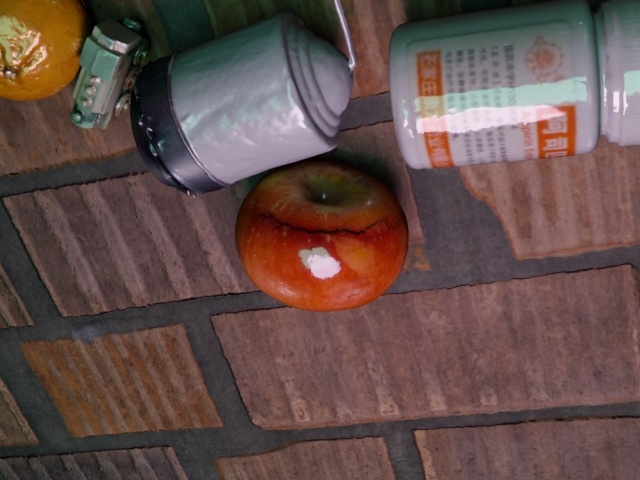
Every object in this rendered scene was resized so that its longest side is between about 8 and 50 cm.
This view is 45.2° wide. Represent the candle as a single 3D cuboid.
[{"bbox_3d":[-0.092,-0.204,1.132,0.343,0.221,0.221,-14,117,19],"label":"candle"}]

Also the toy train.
[{"bbox_3d":[-0.339,-0.259,1.214,0.081,0.125,0.194,31,122,-2],"label":"toy train"}]

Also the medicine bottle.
[{"bbox_3d":[0.291,-0.213,1.038,0.372,0.211,0.211,-4,120,16],"label":"medicine bottle"}]

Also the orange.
[{"bbox_3d":[-0.463,-0.320,1.173,0.220,0.193,0.219,-2,117,-5],"label":"orange"}]

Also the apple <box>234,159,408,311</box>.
[{"bbox_3d":[0.000,0.000,1.216,0.272,0.251,0.206,4,123,-3],"label":"apple"}]
